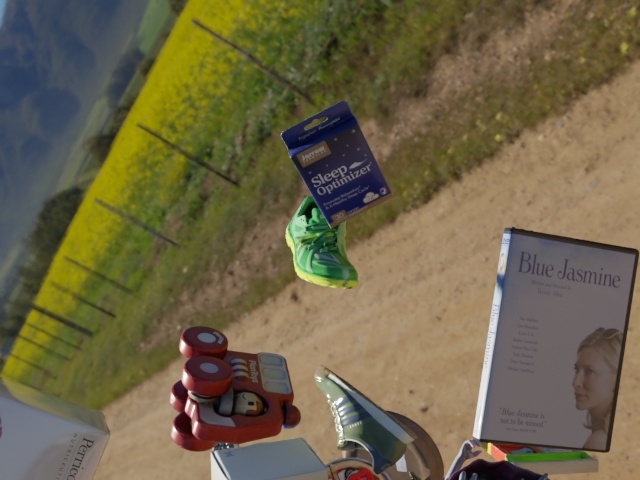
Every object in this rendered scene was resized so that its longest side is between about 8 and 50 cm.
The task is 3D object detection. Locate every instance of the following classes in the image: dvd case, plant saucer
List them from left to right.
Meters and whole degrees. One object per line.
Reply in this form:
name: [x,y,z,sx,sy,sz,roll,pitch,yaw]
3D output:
plant saucer: [0.173,0.557,2.152,0.278,0.278,0.041,-51,-10,31]
dvd case: [0.283,0.121,1.025,0.022,0.180,0.253,-173,92,-74]

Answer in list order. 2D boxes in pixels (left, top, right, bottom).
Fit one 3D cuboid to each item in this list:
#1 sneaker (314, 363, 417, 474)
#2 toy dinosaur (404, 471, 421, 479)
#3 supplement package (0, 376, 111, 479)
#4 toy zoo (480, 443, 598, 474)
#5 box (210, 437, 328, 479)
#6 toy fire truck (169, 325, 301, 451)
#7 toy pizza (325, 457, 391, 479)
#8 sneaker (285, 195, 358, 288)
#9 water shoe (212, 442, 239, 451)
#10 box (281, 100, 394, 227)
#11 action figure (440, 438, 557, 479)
sneaker: [0.043,0.263,1.251,0.192,0.064,0.086,33,85,36]
toy dinosaur: [0.149,0.421,1.281,0.268,0.118,0.064,-33,-32,-36]
supplement package: [-0.381,0.215,0.859,0.178,0.292,0.175,-70,14,-10]
toy zoo: [0.489,0.484,1.998,0.293,0.192,0.030,-164,75,-80]
box: [-0.073,0.428,1.260,0.127,0.148,0.233,-154,61,-69]
toy fire truck: [-0.171,0.311,1.766,0.302,0.253,0.170,-115,35,-65]
toy pizza: [0.057,0.525,1.673,0.201,0.201,0.032,-62,9,-5]
sneaker: [0.000,0.000,1.718,0.295,0.109,0.124,-123,45,-56]
water shoe: [-0.224,0.507,2.120,0.073,0.080,0.203,-41,38,9]
box: [0.032,-0.135,1.571,0.136,0.225,0.036,-27,38,5]
action figure: [0.316,0.532,1.587,0.276,0.248,0.370,-51,-16,-27]
